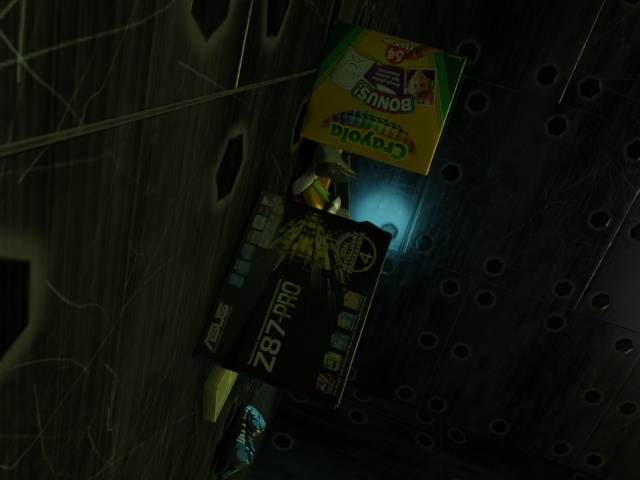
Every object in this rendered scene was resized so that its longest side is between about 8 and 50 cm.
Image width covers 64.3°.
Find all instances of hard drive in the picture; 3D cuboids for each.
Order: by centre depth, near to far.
[{"bbox_3d":[0.083,-0.213,2.127,0.237,0.064,0.339,-93,-179,-68],"label":"hard drive"}]

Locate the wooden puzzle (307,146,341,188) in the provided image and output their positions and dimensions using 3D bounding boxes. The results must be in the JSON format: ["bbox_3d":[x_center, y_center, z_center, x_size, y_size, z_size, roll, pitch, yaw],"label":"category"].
[{"bbox_3d":[0.004,-0.238,1.774,0.322,0.080,0.348,-59,166,-67],"label":"wooden puzzle"}]

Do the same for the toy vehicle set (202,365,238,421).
[{"bbox_3d":[-0.242,0.330,1.369,0.267,0.035,0.166,-66,173,-48],"label":"toy vehicle set"}]

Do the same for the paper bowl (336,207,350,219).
[{"bbox_3d":[0.000,0.000,1.938,0.284,0.147,0.285,-167,-90,-77],"label":"paper bowl"}]

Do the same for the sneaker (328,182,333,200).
[{"bbox_3d":[0.022,-0.167,2.295,0.115,0.090,0.233,65,34,-73],"label":"sneaker"}]

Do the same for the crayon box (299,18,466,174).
[{"bbox_3d":[0.163,-0.379,1.372,0.106,0.362,0.314,-38,145,-79],"label":"crayon box"}]

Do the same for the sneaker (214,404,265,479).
[{"bbox_3d":[-0.304,0.733,1.884,0.140,0.125,0.341,-45,-177,12],"label":"sneaker"}]

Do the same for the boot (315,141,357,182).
[{"bbox_3d":[0.046,-0.269,1.569,0.246,0.083,0.161,9,74,-66],"label":"boot"}]

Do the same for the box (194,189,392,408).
[{"bbox_3d":[-0.049,0.122,1.117,0.097,0.317,0.395,89,21,-73],"label":"box"}]

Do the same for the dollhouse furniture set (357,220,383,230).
[{"bbox_3d":[0.097,-0.025,2.363,0.152,0.374,0.202,-15,126,-39],"label":"dollhouse furniture set"}]

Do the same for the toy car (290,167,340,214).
[{"bbox_3d":[-0.033,-0.122,1.569,0.136,0.159,0.182,-36,-169,24],"label":"toy car"}]
